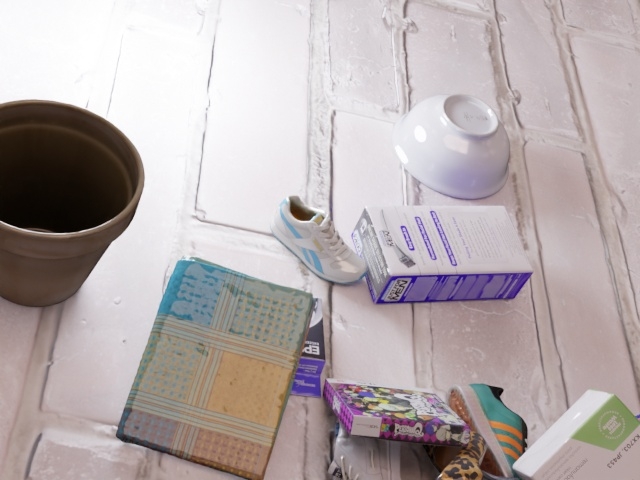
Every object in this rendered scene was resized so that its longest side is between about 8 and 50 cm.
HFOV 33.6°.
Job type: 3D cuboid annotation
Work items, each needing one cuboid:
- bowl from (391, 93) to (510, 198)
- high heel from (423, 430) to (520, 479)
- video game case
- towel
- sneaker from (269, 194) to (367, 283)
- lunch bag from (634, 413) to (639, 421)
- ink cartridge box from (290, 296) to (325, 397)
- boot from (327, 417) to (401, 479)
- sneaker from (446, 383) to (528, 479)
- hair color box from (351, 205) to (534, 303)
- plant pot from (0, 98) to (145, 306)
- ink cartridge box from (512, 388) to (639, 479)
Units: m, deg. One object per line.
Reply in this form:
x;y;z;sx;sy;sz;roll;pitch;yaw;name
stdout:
0.326;-0.247;2.480;0.297;0.134;0.298;11;47;-12;bowl
0.208;0.371;1.822;0.186;0.093;0.261;15;7;-37;high heel
0.129;0.301;1.870;0.210;0.042;0.232;8;7;-12;video game case
-0.178;0.219;1.876;0.271;0.040;0.370;18;59;-4;towel
0.000;0.000;2.154;0.228;0.092;0.087;36;45;10;sneaker
0.673;0.475;1.981;0.293;0.138;0.221;43;45;6;lunch bag
-0.095;0.186;1.981;0.206;0.045;0.208;8;49;-15;ink cartridge box
0.072;0.415;1.819;0.123;0.095;0.258;9;38;-6;boot
0.338;0.384;1.928;0.121;0.108;0.302;-4;51;-22;sneaker
0.253;0.027;2.221;0.338;0.110;0.185;1;51;-23;hair color box
-0.492;-0.039;1.860;0.323;0.280;0.323;12;46;-13;plant pot
0.526;0.452;1.805;0.207;0.119;0.353;-43;92;-8;ink cartridge box
